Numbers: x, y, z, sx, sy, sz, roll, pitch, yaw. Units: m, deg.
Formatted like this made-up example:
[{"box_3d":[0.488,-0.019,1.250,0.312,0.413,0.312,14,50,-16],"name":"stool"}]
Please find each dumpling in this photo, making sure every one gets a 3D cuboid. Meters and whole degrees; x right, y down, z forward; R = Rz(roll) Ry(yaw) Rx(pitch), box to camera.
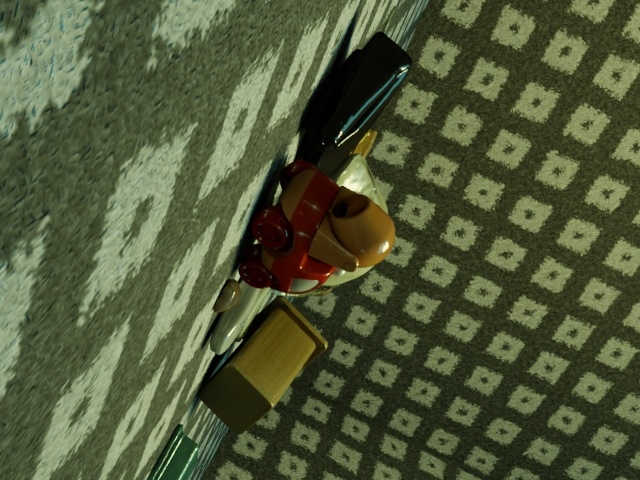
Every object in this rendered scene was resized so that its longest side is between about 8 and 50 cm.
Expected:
[{"box_3d":[0.013,-0.011,1.731,0.315,0.233,0.395,-44,164,-31],"name":"dumpling"}]

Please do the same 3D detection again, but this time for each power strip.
[{"box_3d":[-0.174,0.174,1.924,0.081,0.035,0.192,-65,178,31],"name":"power strip"}]

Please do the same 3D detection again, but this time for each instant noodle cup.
[{"box_3d":[-0.329,0.512,1.726,0.179,0.070,0.157,-61,175,-34],"name":"instant noodle cup"}]

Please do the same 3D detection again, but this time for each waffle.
[{"box_3d":[0.088,-0.243,2.520,0.224,0.098,0.327,-62,176,-8],"name":"waffle"}]

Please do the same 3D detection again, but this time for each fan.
[{"box_3d":[0.135,-0.475,2.087,0.229,0.011,0.335,-61,176,-50],"name":"fan"}]

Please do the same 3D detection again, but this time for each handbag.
[{"box_3d":[0.048,-0.240,1.503,0.257,0.113,0.285,-57,-177,-19],"name":"handbag"}]

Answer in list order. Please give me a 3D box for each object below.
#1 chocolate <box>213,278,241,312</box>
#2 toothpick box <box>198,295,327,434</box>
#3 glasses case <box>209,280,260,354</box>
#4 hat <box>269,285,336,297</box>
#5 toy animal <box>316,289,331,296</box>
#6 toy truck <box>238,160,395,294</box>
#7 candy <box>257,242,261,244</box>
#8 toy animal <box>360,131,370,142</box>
[{"box_3d":[-0.166,0.105,1.431,0.064,0.031,0.100,-60,179,-1],"name":"chocolate"},{"box_3d":[-0.147,0.311,1.925,0.187,0.190,0.308,-42,-178,30],"name":"toothpick box"},{"box_3d":[-0.166,0.141,1.555,0.197,0.049,0.076,-62,177,-40],"name":"glasses case"},{"box_3d":[-0.036,0.030,2.036,0.265,0.266,0.128,113,-32,-49],"name":"hat"},{"box_3d":[-0.019,0.050,2.429,0.256,0.195,0.213,-65,153,-22],"name":"toy animal"},{"box_3d":[0.000,0.000,1.413,0.189,0.239,0.265,-62,177,-41],"name":"toy truck"},{"box_3d":[-0.104,0.004,1.600,0.062,0.038,0.122,-38,154,-85],"name":"candy"},{"box_3d":[0.059,-0.255,2.037,0.159,0.083,0.070,-51,162,-39],"name":"toy animal"}]
